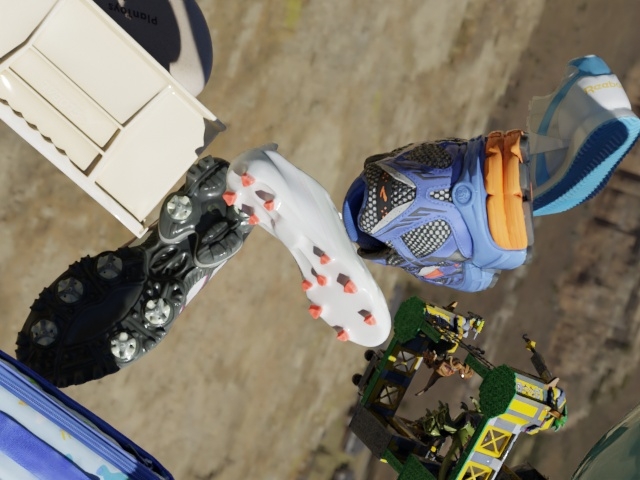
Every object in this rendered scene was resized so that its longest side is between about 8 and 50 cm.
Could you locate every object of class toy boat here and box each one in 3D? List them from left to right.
[{"bbox_3d":[-0.235,-0.212,1.434,0.231,0.151,0.151,11,65,-38],"label":"toy boat"}]

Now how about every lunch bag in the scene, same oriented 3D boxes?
[{"bbox_3d":[-0.214,0.166,1.013,0.090,0.219,0.176,-54,-179,-14],"label":"lunch bag"}]

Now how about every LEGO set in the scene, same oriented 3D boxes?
[{"bbox_3d":[0.194,0.225,1.568,0.192,0.331,0.255,22,91,-29],"label":"LEGO set"}]

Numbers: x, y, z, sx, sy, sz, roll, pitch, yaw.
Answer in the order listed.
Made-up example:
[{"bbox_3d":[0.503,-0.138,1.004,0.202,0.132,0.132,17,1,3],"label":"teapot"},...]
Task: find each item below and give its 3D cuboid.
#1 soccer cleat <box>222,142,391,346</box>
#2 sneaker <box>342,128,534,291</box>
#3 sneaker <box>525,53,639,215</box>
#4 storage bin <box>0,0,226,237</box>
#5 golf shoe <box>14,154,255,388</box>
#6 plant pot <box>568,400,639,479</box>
[{"bbox_3d":[0.000,0.000,1.088,0.068,0.196,0.076,-34,-173,41],"label":"soccer cleat"},{"bbox_3d":[0.054,-0.018,0.685,0.221,0.087,0.083,93,-2,-81],"label":"sneaker"},{"bbox_3d":[0.244,-0.096,1.317,0.228,0.087,0.092,123,-45,-57],"label":"sneaker"},{"bbox_3d":[-0.240,-0.161,1.168,0.123,0.260,0.262,-47,-156,0],"label":"storage bin"},{"bbox_3d":[-0.159,0.043,1.205,0.273,0.105,0.120,-41,173,-17],"label":"golf shoe"},{"bbox_3d":[0.305,0.246,0.988,0.293,0.293,0.235,-59,-176,-34],"label":"plant pot"}]
